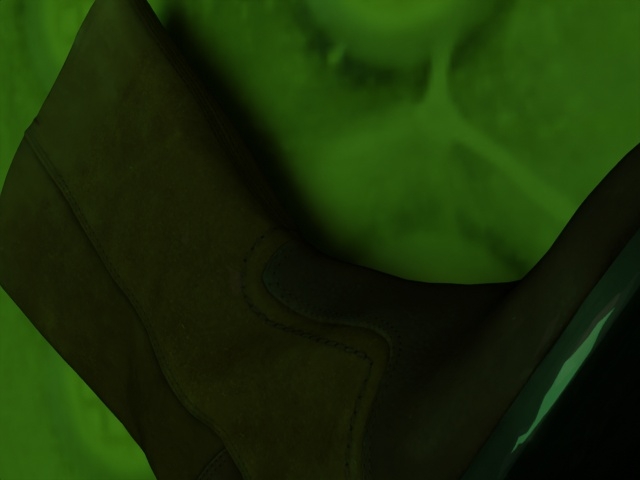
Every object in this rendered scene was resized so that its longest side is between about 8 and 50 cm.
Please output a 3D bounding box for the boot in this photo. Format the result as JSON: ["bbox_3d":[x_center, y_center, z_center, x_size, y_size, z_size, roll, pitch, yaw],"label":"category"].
[{"bbox_3d":[0.000,0.000,0.506,0.280,0.096,0.264,53,130,35],"label":"boot"}]
